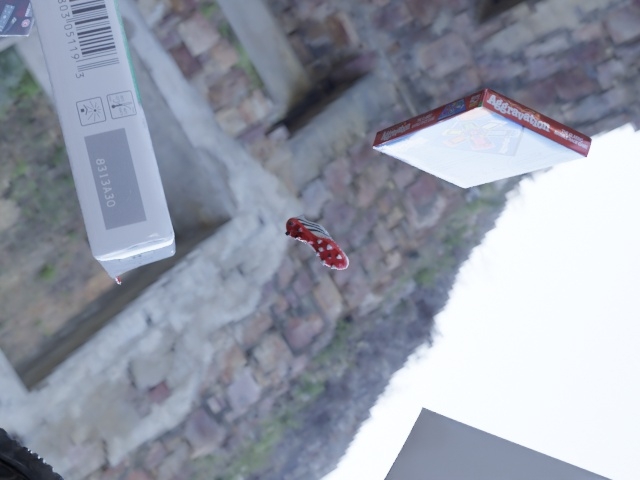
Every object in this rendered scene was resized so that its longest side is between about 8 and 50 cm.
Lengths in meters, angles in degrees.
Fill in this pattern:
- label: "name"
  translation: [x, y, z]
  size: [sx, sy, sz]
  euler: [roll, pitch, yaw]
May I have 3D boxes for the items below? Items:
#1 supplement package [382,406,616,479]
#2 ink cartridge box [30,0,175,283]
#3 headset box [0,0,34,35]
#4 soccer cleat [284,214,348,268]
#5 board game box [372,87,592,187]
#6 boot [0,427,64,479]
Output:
- label: "supplement package"
  translation: [0.103, 0.316, 0.939]
  size: [0.178, 0.293, 0.175]
  euler: [20, -153, 12]
- label: "ink cartridge box"
  translation: [-0.138, -0.068, 0.790]
  size: [0.056, 0.181, 0.224]
  euler: [-14, 175, -6]
- label: "headset box"
  translation: [-0.443, -0.344, 1.342]
  size: [0.293, 0.110, 0.218]
  euler: [-10, 138, -48]
- label: "soccer cleat"
  translation: [0.000, 0.000, 1.278]
  size: [0.036, 0.083, 0.029]
  euler: [-32, 150, -52]
- label: "board game box"
  translation: [0.185, -0.117, 1.444]
  size: [0.281, 0.145, 0.027]
  euler: [-12, -121, 67]
- label: "boot"
  translation: [-0.500, 0.405, 1.360]
  size: [0.445, 0.146, 0.367]
  euler: [-35, -143, -28]
